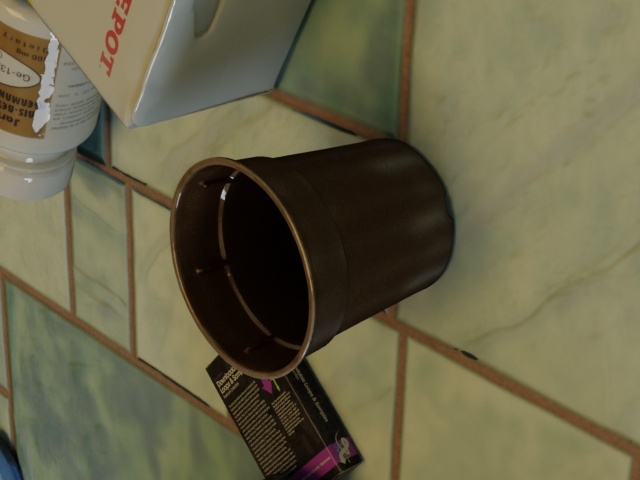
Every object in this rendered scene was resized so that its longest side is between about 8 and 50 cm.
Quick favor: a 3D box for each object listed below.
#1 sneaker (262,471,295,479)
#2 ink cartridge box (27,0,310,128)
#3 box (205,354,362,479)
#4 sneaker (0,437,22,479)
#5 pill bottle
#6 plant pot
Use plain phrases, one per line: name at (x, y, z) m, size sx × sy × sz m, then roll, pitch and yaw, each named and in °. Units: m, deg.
sneaker at (-0.107, 0.319, 1.380) m, size 0.134 × 0.146 × 0.343 m, roll 57°, pitch 152°, yaw 16°
ink cartridge box at (-0.158, -0.321, 1.177) m, size 0.384 × 0.160 × 0.279 m, roll 52°, pitch 139°, yaw 24°
box at (-0.036, 0.156, 1.338) m, size 0.162 × 0.029 × 0.116 m, roll 59°, pitch 142°, yaw 13°
sneaker at (-0.416, 0.343, 1.843) m, size 0.069 × 0.082 × 0.209 m, roll 21°, pitch 119°, yaw 47°
pill bottle at (-0.271, -0.155, 1.411) m, size 0.131 × 0.131 × 0.229 m, roll 47°, pitch 136°, yaw 28°
plant pot at (0.000, 0.000, 1.115) m, size 0.167 × 0.165 × 0.167 m, roll 23°, pitch 122°, yaw 43°
